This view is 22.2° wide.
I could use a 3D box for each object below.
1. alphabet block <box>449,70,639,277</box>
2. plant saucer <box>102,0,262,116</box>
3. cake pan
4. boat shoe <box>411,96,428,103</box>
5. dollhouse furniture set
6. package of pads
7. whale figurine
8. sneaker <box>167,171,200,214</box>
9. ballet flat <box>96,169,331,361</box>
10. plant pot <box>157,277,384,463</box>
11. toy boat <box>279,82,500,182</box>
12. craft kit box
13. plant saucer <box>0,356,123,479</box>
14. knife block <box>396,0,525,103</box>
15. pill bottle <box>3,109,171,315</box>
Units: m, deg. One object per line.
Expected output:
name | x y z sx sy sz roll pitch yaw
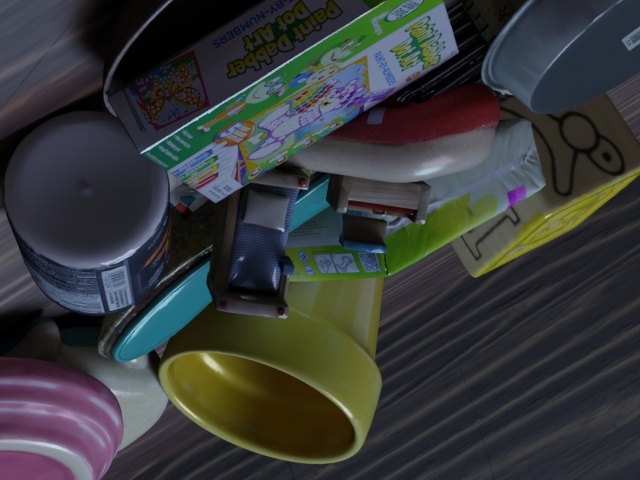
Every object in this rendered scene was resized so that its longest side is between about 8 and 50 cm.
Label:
alphabet block | 0.237 -0.102 1.951 0.192 0.197 0.193 -24 168 -31
plant saucer | -0.032 -0.191 1.199 0.310 0.050 0.310 -31 169 -6
cake pan | 0.283 -0.213 1.505 0.293 0.054 0.293 -30 165 -9
boat shoe | 0.068 -0.133 1.748 0.049 0.056 0.152 -33 161 37
dollhouse furniture set | 0.000 0.000 1.480 0.183 0.129 0.129 7 -171 -9
package of pads | 0.066 -0.045 1.767 0.229 0.101 0.296 -4 -165 43
whale figurine | -0.297 0.151 1.911 0.216 0.141 0.272 -38 145 7
sneaker | -0.130 -0.075 1.485 0.075 0.057 0.161 -48 168 -2
ballet flat | -0.095 -0.023 1.597 0.348 0.123 0.123 -38 169 2
plant pot | -0.035 0.100 1.929 0.254 0.254 0.239 -48 -161 57
toy boat | 0.045 -0.135 1.443 0.231 0.151 0.151 9 -171 17
craft kit box | -0.017 -0.129 1.260 0.246 0.061 0.250 -34 169 4
plant saucer | -0.379 0.247 1.796 0.332 0.084 0.332 -11 146 -7
knife block | 0.201 -0.208 1.664 0.275 0.088 0.242 -26 169 -28
pill bottle | -0.190 -0.011 1.370 0.130 0.130 0.246 -29 170 -11
